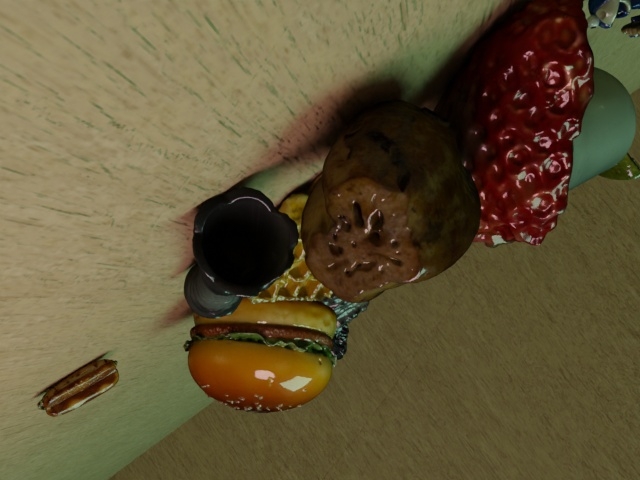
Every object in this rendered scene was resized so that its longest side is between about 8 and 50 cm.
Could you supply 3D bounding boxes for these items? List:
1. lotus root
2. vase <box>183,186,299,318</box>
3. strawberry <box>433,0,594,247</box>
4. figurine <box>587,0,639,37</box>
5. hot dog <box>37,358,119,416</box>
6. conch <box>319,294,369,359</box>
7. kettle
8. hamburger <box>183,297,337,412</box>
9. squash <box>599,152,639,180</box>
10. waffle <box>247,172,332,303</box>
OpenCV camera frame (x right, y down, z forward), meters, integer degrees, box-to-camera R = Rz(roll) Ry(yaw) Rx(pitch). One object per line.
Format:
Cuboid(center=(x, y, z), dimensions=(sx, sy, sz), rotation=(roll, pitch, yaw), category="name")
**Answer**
Cuboid(center=(0.075, -0.056, 0.920), dimensions=(0.193, 0.193, 0.291), rotation=(-40, -174, 27), category="lotus root")
Cuboid(center=(-0.105, 0.029, 0.965), dimensions=(0.115, 0.115, 0.237), rotation=(-33, 176, -21), category="vase")
Cuboid(center=(0.217, -0.149, 1.038), dimensions=(0.336, 0.149, 0.265), rotation=(99, -2, -49), category="strawberry")
Cuboid(center=(0.477, -0.360, 1.144), dimensions=(0.262, 0.121, 0.164), rotation=(-20, 170, -6), category="figurine")
Cuboid(center=(-0.334, 0.203, 1.183), dimensions=(0.122, 0.049, 0.037), rotation=(-26, -155, -31), category="hot dog")
Cuboid(center=(0.018, 0.114, 1.769), dimensions=(0.240, 0.186, 0.313), rotation=(-42, 156, -28), category="conch")
Cuboid(center=(0.361, -0.183, 1.470), dimensions=(0.318, 0.265, 0.205), rotation=(-28, 137, -47), category="kettle")
Cuboid(center=(-0.089, 0.176, 1.297), dimensions=(0.246, 0.170, 0.246), rotation=(4, 163, 1), category="hamburger")
Cuboid(center=(0.569, -0.212, 1.812), dimensions=(0.093, 0.252, 0.169), rotation=(-36, 172, 13), category="squash")
Cuboid(center=(-0.003, -0.009, 1.129), dimensions=(0.160, 0.055, 0.211), rotation=(-1, 133, -45), category="waffle")
